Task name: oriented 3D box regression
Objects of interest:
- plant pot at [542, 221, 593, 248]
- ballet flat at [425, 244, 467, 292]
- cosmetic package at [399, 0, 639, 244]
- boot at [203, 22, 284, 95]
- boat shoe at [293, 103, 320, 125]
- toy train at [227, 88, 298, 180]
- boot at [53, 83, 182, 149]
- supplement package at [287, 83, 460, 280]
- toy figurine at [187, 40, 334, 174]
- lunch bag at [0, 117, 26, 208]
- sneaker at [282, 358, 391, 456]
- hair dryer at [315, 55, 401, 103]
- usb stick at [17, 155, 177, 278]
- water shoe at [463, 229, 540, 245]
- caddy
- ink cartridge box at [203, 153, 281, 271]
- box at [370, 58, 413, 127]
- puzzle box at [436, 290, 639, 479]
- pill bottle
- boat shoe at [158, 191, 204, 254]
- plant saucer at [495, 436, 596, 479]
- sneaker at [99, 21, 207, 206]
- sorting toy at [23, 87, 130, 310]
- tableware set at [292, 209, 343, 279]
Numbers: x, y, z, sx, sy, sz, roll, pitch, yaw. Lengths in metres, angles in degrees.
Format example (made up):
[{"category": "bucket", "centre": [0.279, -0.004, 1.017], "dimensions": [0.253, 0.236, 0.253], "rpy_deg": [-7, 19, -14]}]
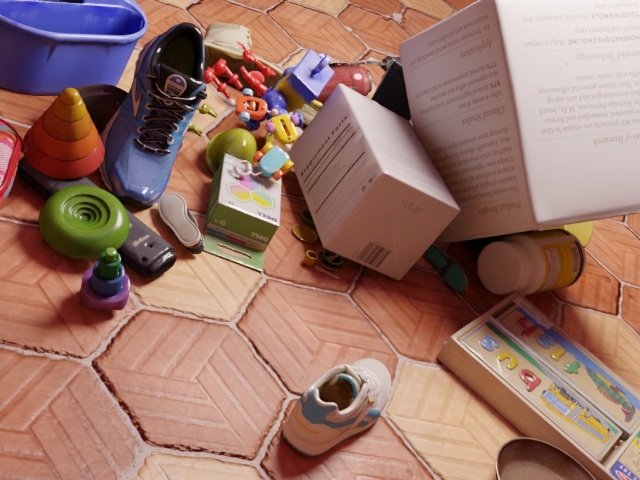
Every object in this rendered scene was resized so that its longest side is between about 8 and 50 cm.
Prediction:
[{"category": "plant pot", "centre": [0.523, -0.009, 2.147], "dimensions": [0.081, 0.081, 0.083], "rpy_deg": [21, 45, -14]}, {"category": "ballet flat", "centre": [0.237, 0.051, 1.861], "dimensions": [0.041, 0.041, 0.114], "rpy_deg": [-4, 46, -43]}, {"category": "cosmetic package", "centre": [0.382, -0.217, 1.837], "dimensions": [0.327, 0.329, 0.394], "rpy_deg": [-9, 89, -26]}, {"category": "boot", "centre": [-0.153, -0.380, 2.122], "dimensions": [0.213, 0.077, 0.165], "rpy_deg": [20, 31, -4]}, {"category": "boat shoe", "centre": [-0.004, -0.237, 2.079], "dimensions": [0.153, 0.048, 0.056], "rpy_deg": [33, 18, -7]}, {"category": "toy train", "centre": [-0.102, -0.172, 1.740], "dimensions": [0.125, 0.046, 0.166], "rpy_deg": [6, 67, -11]}, {"category": "boot", "centre": [-0.332, -0.198, 1.709], "dimensions": [0.219, 0.082, 0.106], "rpy_deg": [0, 39, -42]}, {"category": "supplement package", "centre": [0.086, -0.106, 1.798], "dimensions": [0.177, 0.175, 0.293], "rpy_deg": [24, 28, -31]}, {"category": "toy figurine", "centre": [-0.082, -0.281, 1.849], "dimensions": [0.191, 0.217, 0.362], "rpy_deg": [52, 35, -14]}, {"category": "lunch bag", "centre": [-0.563, -0.126, 1.391], "dimensions": [0.293, 0.120, 0.258], "rpy_deg": [21, 28, -17]}, {"category": "sneaker", "centre": [0.041, 0.214, 1.411], "dimensions": [0.087, 0.092, 0.228], "rpy_deg": [37, 31, 15]}, {"category": "hair dryer", "centre": [0.027, -0.341, 2.209], "dimensions": [0.223, 0.080, 0.293], "rpy_deg": [3, 16, 41]}, {"category": "usb stick", "centre": [-0.334, -0.043, 1.516], "dimensions": [0.278, 0.045, 0.077], "rpy_deg": [38, 36, 12]}, {"category": "water shoe", "centre": [0.353, -0.027, 2.035], "dimensions": [0.203, 0.073, 0.080], "rpy_deg": [11, 33, -29]}, {"category": "caddy", "centre": [-0.467, -0.388, 1.777], "dimensions": [0.341, 0.179, 0.241], "rpy_deg": [-10, 48, -46]}, {"category": "ink cartridge box", "centre": [-0.127, -0.049, 1.679], "dimensions": [0.109, 0.062, 0.209], "rpy_deg": [22, 32, -15]}, {"category": "box", "centre": [0.296, -0.257, 2.217], "dimensions": [0.296, 0.183, 0.294], "rpy_deg": [42, 32, 18]}, {"category": "puzzle box", "centre": [0.412, 0.264, 1.684], "dimensions": [0.409, 0.052, 0.272], "rpy_deg": [41, 33, 17]}, {"category": "pill bottle", "centre": [0.397, 0.042, 1.926], "dimensions": [0.208, 0.119, 0.119], "rpy_deg": [-6, 46, -44]}, {"category": "boat shoe", "centre": [-0.216, -0.027, 1.599], "dimensions": [0.046, 0.038, 0.125], "rpy_deg": [-33, 51, -10]}, {"category": "plant saucer", "centre": [0.331, 0.373, 1.475], "dimensions": [0.198, 0.036, 0.198], "rpy_deg": [22, 32, -14]}, {"category": "sneaker", "centre": [-0.263, -0.212, 1.634], "dimensions": [0.130, 0.147, 0.330], "rpy_deg": [18, 68, -20]}, {"category": "sorting toy", "centre": [-0.331, -0.078, 1.432], "dimensions": [0.127, 0.126, 0.365], "rpy_deg": [-6, 54, -24]}, {"category": "tableware set", "centre": [0.000, 0.000, 1.752], "dimensions": [0.104, 0.024, 0.154], "rpy_deg": [25, 32, -7]}]
